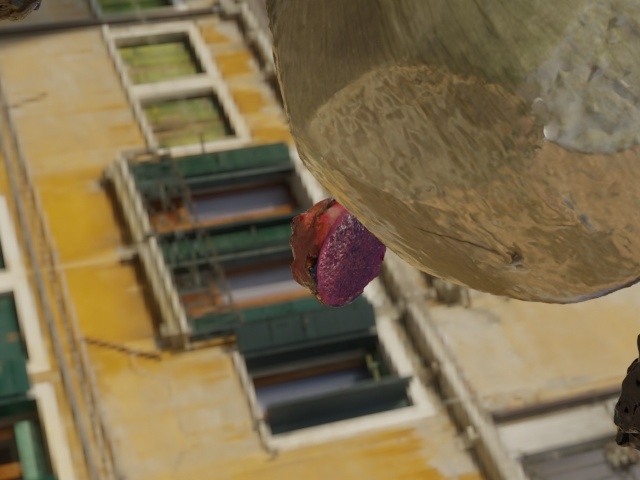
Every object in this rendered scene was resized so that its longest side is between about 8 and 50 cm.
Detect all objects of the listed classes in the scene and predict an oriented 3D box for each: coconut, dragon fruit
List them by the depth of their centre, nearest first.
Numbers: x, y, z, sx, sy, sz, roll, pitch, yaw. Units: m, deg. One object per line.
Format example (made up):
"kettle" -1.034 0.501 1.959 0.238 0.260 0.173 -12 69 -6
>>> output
"coconut" 0.134 -0.148 0.869 0.360 0.346 0.346 44 12 -45
"dragon fruit" 0.000 0.000 1.670 0.111 0.153 0.153 21 -57 35

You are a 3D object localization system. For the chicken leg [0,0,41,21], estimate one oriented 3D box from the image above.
"chicken leg" -0.308 -0.381 1.557 0.361 0.211 0.140 -38 -85 35

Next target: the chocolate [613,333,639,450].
"chocolate" 0.328 0.137 1.088 0.177 0.206 0.224 1 -78 31
